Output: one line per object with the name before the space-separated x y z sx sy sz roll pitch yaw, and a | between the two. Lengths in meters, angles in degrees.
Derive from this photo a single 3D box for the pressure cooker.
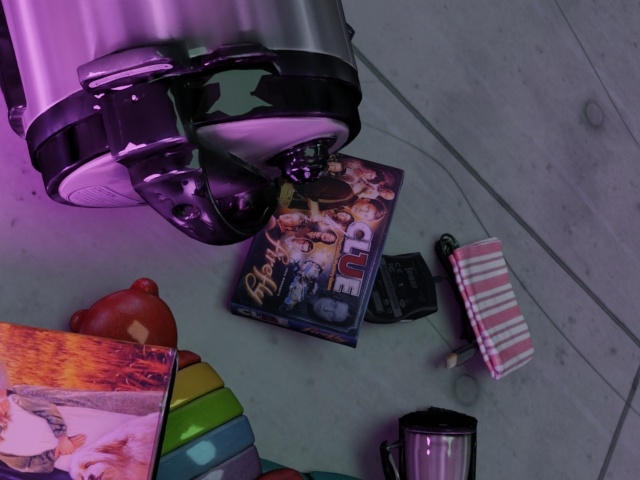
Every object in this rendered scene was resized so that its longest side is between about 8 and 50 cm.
pressure cooker | -0.148 -0.201 1.010 0.369 0.375 0.421 -9 82 -38

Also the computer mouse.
computer mouse | 0.129 0.100 1.313 0.262 0.060 0.184 -14 82 -47

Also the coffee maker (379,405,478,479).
coffee maker | 0.158 0.318 1.226 0.171 0.120 0.178 3 88 -61

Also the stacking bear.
stacking bear | -0.167 0.187 1.031 0.175 0.164 0.289 -30 82 5

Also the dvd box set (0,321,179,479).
dvd box set | -0.360 0.213 0.837 0.420 0.062 0.308 10 69 -2

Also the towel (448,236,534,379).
towel | 0.256 0.096 1.381 0.144 0.029 0.197 -13 83 -56

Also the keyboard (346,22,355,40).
keyboard | -0.033 -0.320 1.330 0.180 0.023 0.108 37 61 -20

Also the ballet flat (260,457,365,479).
ballet flat | -0.019 0.316 1.162 0.213 0.072 0.068 19 95 -28

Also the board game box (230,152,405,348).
board game box | 0.000 0.000 1.210 0.165 0.042 0.243 15 66 5
